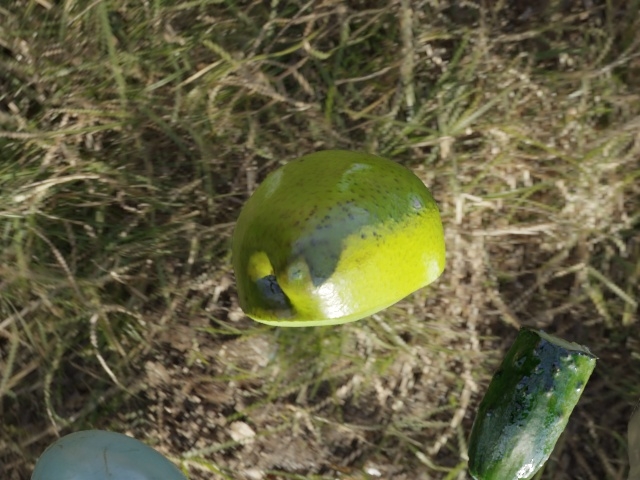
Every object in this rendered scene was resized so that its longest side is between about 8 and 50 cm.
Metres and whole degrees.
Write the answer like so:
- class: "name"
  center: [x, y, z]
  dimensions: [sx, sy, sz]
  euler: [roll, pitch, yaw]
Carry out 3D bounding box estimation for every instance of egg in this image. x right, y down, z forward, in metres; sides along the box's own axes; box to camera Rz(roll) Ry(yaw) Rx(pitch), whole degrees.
- class: "egg"
  center: [-0.220, 0.309, 1.186]
  dimensions: [0.231, 0.168, 0.168]
  euler: [46, 76, 2]

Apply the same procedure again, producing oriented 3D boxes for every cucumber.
- class: "cucumber"
  center: [0.369, 0.321, 1.949]
  dimensions: [0.145, 0.105, 0.325]
  euler: [23, 100, -19]

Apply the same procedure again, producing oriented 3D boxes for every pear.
- class: "pear"
  center: [0.000, 0.000, 1.637]
  dimensions: [0.343, 0.318, 0.238]
  euler: [-6, 106, 17]

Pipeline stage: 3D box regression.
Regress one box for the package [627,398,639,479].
- class: "package"
  center: [0.429, 0.217, 1.305]
  dimensions: [0.062, 0.204, 0.250]
  euler: [25, 59, 8]
